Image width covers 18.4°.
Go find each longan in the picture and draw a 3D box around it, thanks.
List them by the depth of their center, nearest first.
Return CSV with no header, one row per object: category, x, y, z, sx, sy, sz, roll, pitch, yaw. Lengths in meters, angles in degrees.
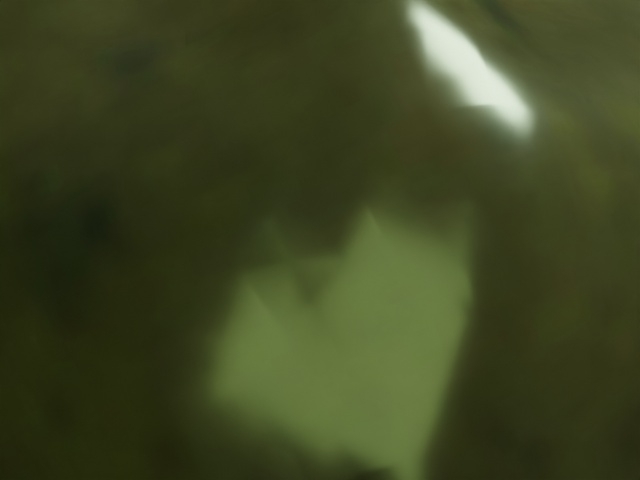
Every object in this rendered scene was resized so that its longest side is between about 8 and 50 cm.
longan,0.000,0.000,0.608,0.288,0.288,0.350,-14,60,6
